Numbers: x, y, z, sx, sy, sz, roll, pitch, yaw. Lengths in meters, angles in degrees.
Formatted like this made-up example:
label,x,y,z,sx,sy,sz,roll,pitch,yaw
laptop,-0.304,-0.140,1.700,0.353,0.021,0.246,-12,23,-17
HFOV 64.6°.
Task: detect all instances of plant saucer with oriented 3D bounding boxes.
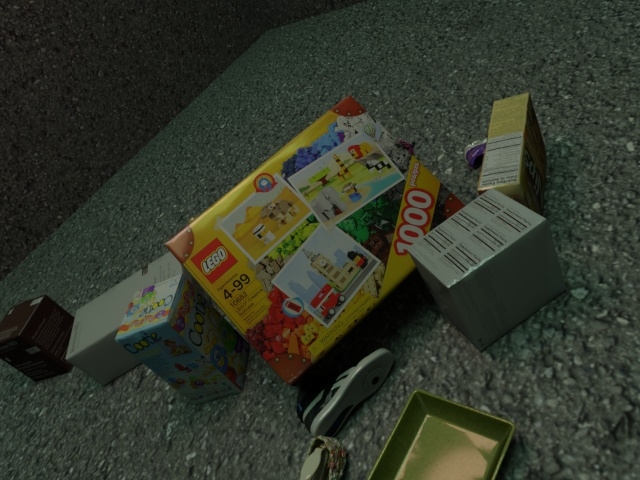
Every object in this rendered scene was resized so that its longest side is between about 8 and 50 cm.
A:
label,x,y,z,sx,sy,sz,roll,pitch,yaw
plant saucer,0.194,0.353,0.807,0.188,0.045,0.188,8,52,44

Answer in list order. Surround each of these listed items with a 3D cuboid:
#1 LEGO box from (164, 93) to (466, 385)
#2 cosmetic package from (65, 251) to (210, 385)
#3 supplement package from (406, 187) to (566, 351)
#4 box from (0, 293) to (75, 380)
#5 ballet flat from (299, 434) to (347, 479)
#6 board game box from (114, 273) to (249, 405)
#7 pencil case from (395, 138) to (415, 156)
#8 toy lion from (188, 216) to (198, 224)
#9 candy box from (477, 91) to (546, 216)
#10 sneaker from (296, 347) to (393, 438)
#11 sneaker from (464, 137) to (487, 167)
label,x,y,z,sx,sy,sz,roll,pitch,yaw
LEGO box,0.000,0.000,1.082,0.500,0.193,0.372,-42,79,-12
cosmetic package,-0.517,0.215,1.461,0.384,0.156,0.217,-31,36,3
supplement package,0.308,0.052,0.941,0.203,0.194,0.149,-35,35,-2
box,-0.895,0.313,1.615,0.168,0.203,0.167,-19,38,22
ballet flat,-0.021,0.441,0.850,0.091,0.077,0.241,-11,42,29
board game box,-0.302,0.232,1.158,0.144,0.275,0.142,-21,37,18
pencil case,0.186,-0.270,1.514,0.095,0.098,0.209,-45,35,-14
toy lion,-0.243,-0.034,1.130,0.096,0.100,0.034,-31,75,-21
candy box,0.425,-0.153,1.101,0.087,0.183,0.317,-9,42,33
sneaker,0.034,0.275,1.001,0.217,0.079,0.121,-44,35,-13
sneaker,0.457,-0.237,1.299,0.169,0.068,0.071,-29,49,23
